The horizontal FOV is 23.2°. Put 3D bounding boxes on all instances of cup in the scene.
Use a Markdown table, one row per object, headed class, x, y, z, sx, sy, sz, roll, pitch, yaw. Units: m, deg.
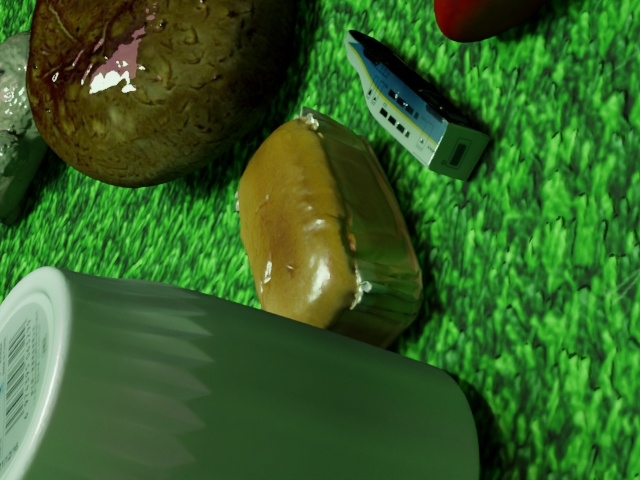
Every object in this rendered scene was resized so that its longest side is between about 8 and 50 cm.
| class | x | y | z | sx | sy | sz | roll | pitch | yaw |
| --- | --- | --- | --- | --- | --- | --- | --- | --- | --- |
| cup | -0.080 | 0.170 | 1.210 | 0.253 | 0.371 | 0.253 | -42 | 36 | 42 |

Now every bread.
| class | x | y | z | sx | sy | sz | roll | pitch | yaw |
| --- | --- | --- | --- | --- | --- | --- | --- | --- | --- |
| bread | 0.000 | 0.000 | 1.406 | 0.136 | 0.107 | 0.241 | -50 | 38 | 30 |

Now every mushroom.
| class | x | y | z | sx | sy | sz | roll | pitch | yaw |
| --- | --- | --- | --- | --- | --- | --- | --- | --- | --- |
| mushroom | -0.176 | -0.221 | 1.676 | 0.345 | 0.239 | 0.345 | 2 | 94 | 37 |

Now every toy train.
| class | x | y | z | sx | sy | sz | roll | pitch | yaw |
| --- | --- | --- | --- | --- | --- | --- | --- | --- | --- |
| toy train | 0.073 | -0.130 | 1.420 | 0.051 | 0.052 | 0.234 | -64 | 34 | 17 |

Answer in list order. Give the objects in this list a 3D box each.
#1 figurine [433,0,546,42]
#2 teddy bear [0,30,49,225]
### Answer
| class | x | y | z | sx | sy | sz | roll | pitch | yaw |
| --- | --- | --- | --- | --- | --- | --- | --- | --- | --- |
| figurine | 0.164 | -0.323 | 1.254 | 0.211 | 0.269 | 0.261 | -3 | 72 | 25 |
| teddy bear | -0.411 | -0.147 | 2.015 | 0.267 | 0.151 | 0.236 | -61 | 28 | 20 |
